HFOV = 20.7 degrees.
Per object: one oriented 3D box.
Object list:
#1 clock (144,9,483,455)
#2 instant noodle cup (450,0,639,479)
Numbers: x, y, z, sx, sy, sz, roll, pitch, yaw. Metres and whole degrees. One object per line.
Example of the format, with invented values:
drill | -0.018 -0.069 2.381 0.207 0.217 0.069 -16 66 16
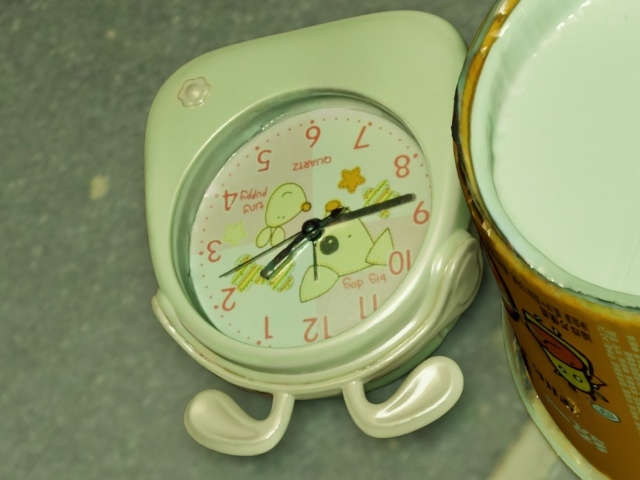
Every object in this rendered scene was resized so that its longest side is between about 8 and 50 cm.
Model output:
clock | 0.000 0.000 0.756 0.151 0.062 0.191 -10 64 18
instant noodle cup | 0.148 -0.015 0.634 0.215 0.172 0.216 -9 63 18
